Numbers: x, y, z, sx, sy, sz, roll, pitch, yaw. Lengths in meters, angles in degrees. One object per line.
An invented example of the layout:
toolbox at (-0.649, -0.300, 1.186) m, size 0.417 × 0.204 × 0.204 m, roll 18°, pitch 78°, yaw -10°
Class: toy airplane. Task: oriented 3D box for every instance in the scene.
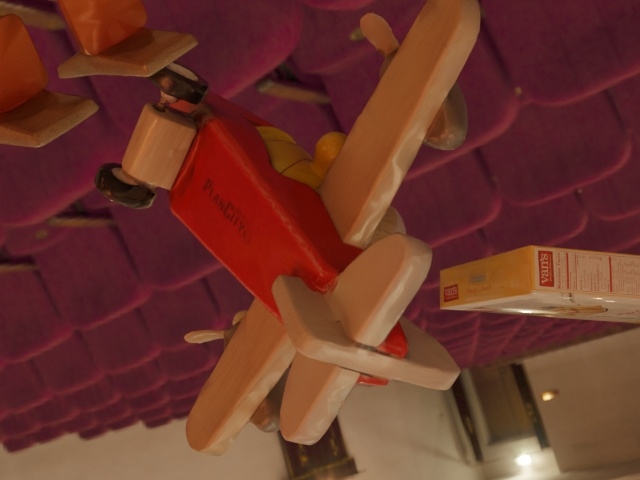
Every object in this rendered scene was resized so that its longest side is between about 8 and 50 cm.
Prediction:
toy airplane at (0.000, 0.000, 0.759) m, size 0.386 × 0.384 × 0.272 m, roll -13°, pitch 167°, yaw 40°

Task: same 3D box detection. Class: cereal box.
cereal box at (0.257, 0.047, 0.789) m, size 0.240 × 0.047 × 0.173 m, roll 4°, pitch 169°, yaw -17°

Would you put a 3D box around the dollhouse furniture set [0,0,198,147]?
dollhouse furniture set at (-0.124, -0.211, 0.409) m, size 0.135 × 0.262 × 0.259 m, roll 11°, pitch -137°, yaw 39°
